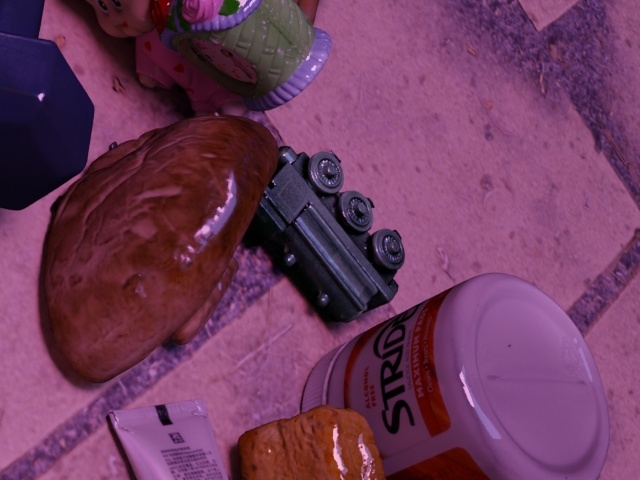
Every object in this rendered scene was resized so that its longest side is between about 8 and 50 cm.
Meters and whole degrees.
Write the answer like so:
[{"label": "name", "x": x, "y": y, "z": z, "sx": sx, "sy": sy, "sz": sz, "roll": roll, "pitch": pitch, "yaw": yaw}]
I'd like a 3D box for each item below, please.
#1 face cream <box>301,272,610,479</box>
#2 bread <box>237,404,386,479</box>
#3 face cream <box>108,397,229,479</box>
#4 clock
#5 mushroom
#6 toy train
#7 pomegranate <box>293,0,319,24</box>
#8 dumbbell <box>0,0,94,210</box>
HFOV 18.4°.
[{"label": "face cream", "x": 0.116, "y": 0.149, "z": 1.666, "sx": 0.201, "sy": 0.187, "sz": 0.201, "roll": 26, "pitch": 50, "yaw": -36}, {"label": "bread", "x": 0.004, "y": 0.237, "z": 1.554, "sx": 0.083, "sy": 0.114, "sz": 0.211, "roll": 30, "pitch": 46, "yaw": -58}, {"label": "face cream", "x": -0.086, "y": 0.236, "z": 1.504, "sx": 0.092, "sy": 0.058, "sz": 0.244, "roll": -4, "pitch": 66, "yaw": -42}, {"label": "clock", "x": -0.108, "y": -0.194, "z": 1.633, "sx": 0.195, "sy": 0.194, "sz": 0.100, "roll": 41, "pitch": 66, "yaw": -22}, {"label": "mushroom", "x": -0.106, "y": -0.017, "z": 1.552, "sx": 0.156, "sy": 0.151, "sz": 0.286, "roll": 45, "pitch": 41, "yaw": -17}, {"label": "toy train", "x": 0.000, "y": 0.000, "z": 1.730, "sx": 0.170, "sy": 0.071, "sz": 0.111, "roll": 52, "pitch": 49, "yaw": -14}, {"label": "pomegranate", "x": -0.030, "y": -0.305, "z": 1.824, "sx": 0.159, "sy": 0.241, "sz": 0.190, "roll": 16, "pitch": 23, "yaw": 0}, {"label": "dumbbell", "x": -0.239, "y": -0.188, "z": 1.503, "sx": 0.160, "sy": 0.144, "sz": 0.325, "roll": 64, "pitch": 22, "yaw": -53}]
